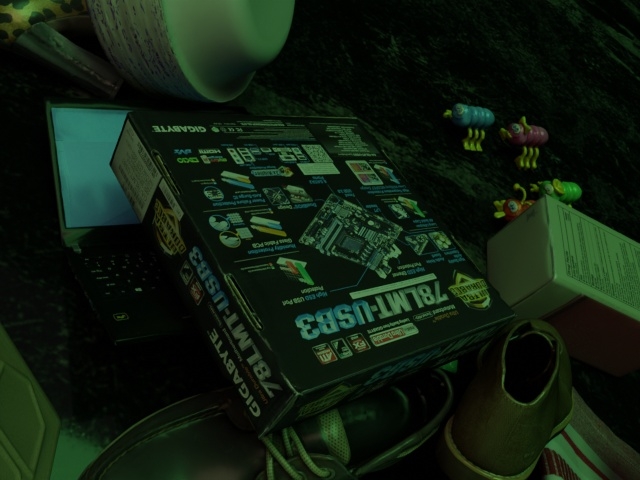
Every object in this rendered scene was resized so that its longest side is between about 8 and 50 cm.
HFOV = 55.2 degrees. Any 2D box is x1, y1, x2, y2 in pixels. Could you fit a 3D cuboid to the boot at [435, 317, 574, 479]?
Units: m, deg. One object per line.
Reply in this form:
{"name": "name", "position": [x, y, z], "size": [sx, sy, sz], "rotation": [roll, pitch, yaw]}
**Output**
{"name": "boot", "position": [0.212, 0.127, 0.609], "size": [0.112, 0.115, 0.305], "rotation": [26, 23, 20]}

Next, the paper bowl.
{"name": "paper bowl", "position": [-0.122, -0.298, 0.684], "size": [0.148, 0.284, 0.284], "rotation": [6, 46, 15]}

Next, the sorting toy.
{"name": "sorting toy", "position": [-0.225, 0.104, 0.379], "size": [0.038, 0.193, 0.208], "rotation": [-22, 27, -10]}

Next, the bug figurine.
{"name": "bug figurine", "position": [0.321, -0.124, 0.996], "size": [0.216, 0.072, 0.279], "rotation": [-4, 60, -34]}

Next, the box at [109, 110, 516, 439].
{"name": "box", "position": [0.000, 0.000, 0.572], "size": [0.295, 0.073, 0.293], "rotation": [-9, 56, -43]}

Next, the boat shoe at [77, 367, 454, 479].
{"name": "boat shoe", "position": [-0.029, 0.164, 0.528], "size": [0.355, 0.130, 0.132], "rotation": [-12, 65, -37]}

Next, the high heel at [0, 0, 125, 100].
{"name": "high heel", "position": [-0.282, -0.306, 0.733], "size": [0.186, 0.093, 0.261], "rotation": [28, 56, -20]}

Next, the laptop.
{"name": "laptop", "position": [-0.123, -0.038, 0.604], "size": [0.234, 0.136, 0.264], "rotation": [-6, 28, -34]}

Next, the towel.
{"name": "towel", "position": [0.307, 0.301, 0.617], "size": [0.237, 0.037, 0.329], "rotation": [41, 29, -13]}

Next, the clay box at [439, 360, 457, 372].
{"name": "clay box", "position": [0.088, 0.057, 0.732], "size": [0.222, 0.053, 0.127], "rotation": [27, 48, -12]}

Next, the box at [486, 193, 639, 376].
{"name": "box", "position": [0.361, 0.067, 0.843], "size": [0.232, 0.127, 0.148], "rotation": [24, 49, -15]}
